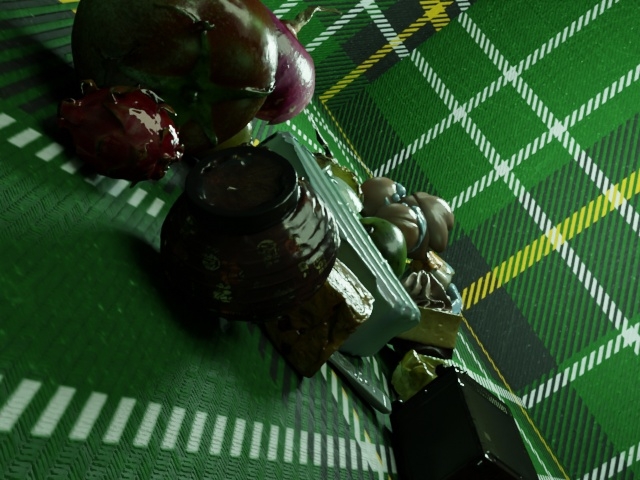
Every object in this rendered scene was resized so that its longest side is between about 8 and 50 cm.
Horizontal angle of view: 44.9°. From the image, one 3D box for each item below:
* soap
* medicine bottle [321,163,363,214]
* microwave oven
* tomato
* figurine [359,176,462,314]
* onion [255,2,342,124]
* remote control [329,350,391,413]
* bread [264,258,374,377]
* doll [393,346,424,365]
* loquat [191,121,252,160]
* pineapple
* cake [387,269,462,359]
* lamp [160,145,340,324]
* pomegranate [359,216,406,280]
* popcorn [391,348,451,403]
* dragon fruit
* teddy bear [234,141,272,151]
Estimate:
[{"bbox_3d":[0.000,0.000,1.536,0.446,0.156,0.261,59,13,23],"label":"soap"},{"bbox_3d":[0.007,-0.089,1.841,0.143,0.147,0.147,50,12,-4],"label":"medicine bottle"},{"bbox_3d":[0.238,0.373,1.335,0.178,0.188,0.247,42,20,-24],"label":"microwave oven"},{"bbox_3d":[-0.225,-0.284,1.166,0.303,0.303,0.239,39,20,-51],"label":"tomato"},{"bbox_3d":[0.244,0.025,2.075,0.276,0.248,0.388,-117,-165,-55],"label":"figurine"},{"bbox_3d":[-0.163,-0.487,1.973,0.358,0.344,0.358,20,4,-1],"label":"onion"},{"bbox_3d":[0.058,0.245,1.386,0.184,0.027,0.050,45,12,-16],"label":"remote control"},{"bbox_3d":[-0.010,0.107,1.234,0.149,0.143,0.158,47,12,2],"label":"bread"},{"bbox_3d":[0.246,0.302,1.786,0.137,0.097,0.209,30,21,-50],"label":"doll"},{"bbox_3d":[-0.208,-0.222,1.411,0.195,0.152,0.152,31,22,-31],"label":"loquat"},{"bbox_3d":[0.022,-0.147,2.034,0.334,0.158,0.161,54,12,7],"label":"pineapple"},{"bbox_3d":[0.232,0.161,1.754,0.185,0.178,0.208,16,3,-45],"label":"cake"},{"bbox_3d":[-0.094,0.005,1.025,0.247,0.247,0.247,50,12,-15],"label":"lamp"},{"bbox_3d":[0.119,0.057,1.832,0.187,0.187,0.225,-110,-172,-53],"label":"pomegranate"},{"bbox_3d":[0.210,0.296,1.617,0.126,0.126,0.145,31,20,23],"label":"popcorn"},{"bbox_3d":[-0.265,-0.143,1.020,0.166,0.136,0.133,16,-2,-28],"label":"dragon fruit"},{"bbox_3d":[-0.138,-0.079,1.339,0.190,0.140,0.177,-98,-177,-84],"label":"teddy bear"}]
